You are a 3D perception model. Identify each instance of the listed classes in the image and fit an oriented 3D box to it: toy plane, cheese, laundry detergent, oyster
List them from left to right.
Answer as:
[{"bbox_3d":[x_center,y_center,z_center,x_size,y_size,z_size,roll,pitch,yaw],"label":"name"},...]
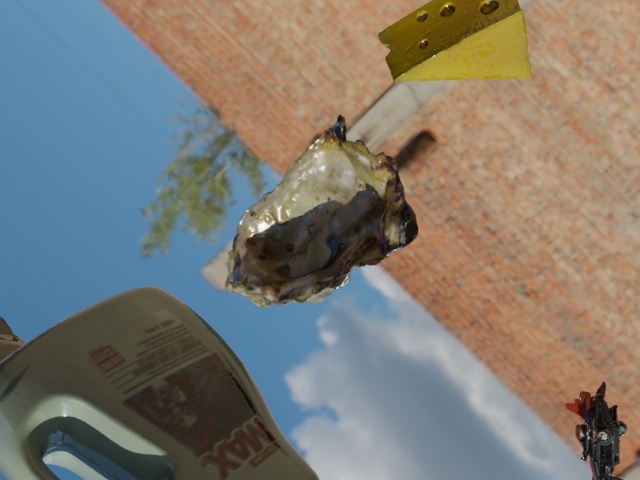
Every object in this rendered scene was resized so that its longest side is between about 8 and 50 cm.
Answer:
[{"bbox_3d":[-0.126,0.230,0.986,0.398,0.124,0.264,40,-137,24],"label":"laundry detergent"},{"bbox_3d":[-0.006,0.008,1.416,0.096,0.361,0.221,18,-138,-36],"label":"oyster"},{"bbox_3d":[0.162,-0.249,1.273,0.126,0.171,0.093,66,-172,-58],"label":"cheese"},{"bbox_3d":[0.389,0.293,1.408,0.130,0.061,0.189,-7,-98,-53],"label":"toy plane"}]

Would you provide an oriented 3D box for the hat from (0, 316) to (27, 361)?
[{"bbox_3d":[-0.657,0.194,1.861,0.244,0.214,0.149,53,152,-16],"label":"hat"}]
